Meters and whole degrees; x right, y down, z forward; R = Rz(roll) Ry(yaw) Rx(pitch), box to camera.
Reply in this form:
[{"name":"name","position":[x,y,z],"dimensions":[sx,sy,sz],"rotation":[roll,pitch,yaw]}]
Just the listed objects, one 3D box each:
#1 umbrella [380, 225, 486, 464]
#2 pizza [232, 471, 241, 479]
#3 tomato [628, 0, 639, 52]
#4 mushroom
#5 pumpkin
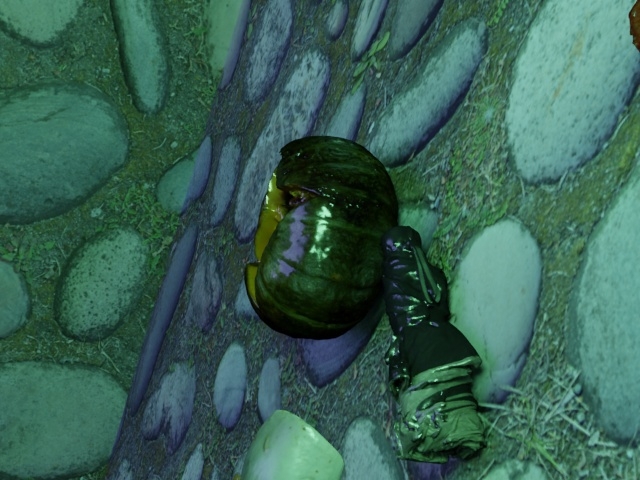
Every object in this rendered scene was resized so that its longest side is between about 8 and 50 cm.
[{"name":"umbrella","position":[0.128,0.115,1.310],"dimensions":[0.106,0.113,0.357],"rotation":[95,171,-49]},{"name":"pizza","position":[-0.122,0.547,1.694],"dimensions":[0.257,0.087,0.268],"rotation":[-65,26,16]},{"name":"tomato","position":[0.387,-0.249,0.926],"dimensions":[0.228,0.101,0.228],"rotation":[-54,23,37]},{"name":"mushroom","position":[-0.050,0.295,1.086],"dimensions":[0.116,0.093,0.225],"rotation":[19,85,49]},{"name":"pumpkin","position":[0.000,0.000,1.553],"dimensions":[0.320,0.192,0.320],"rotation":[-165,90,-78]}]
